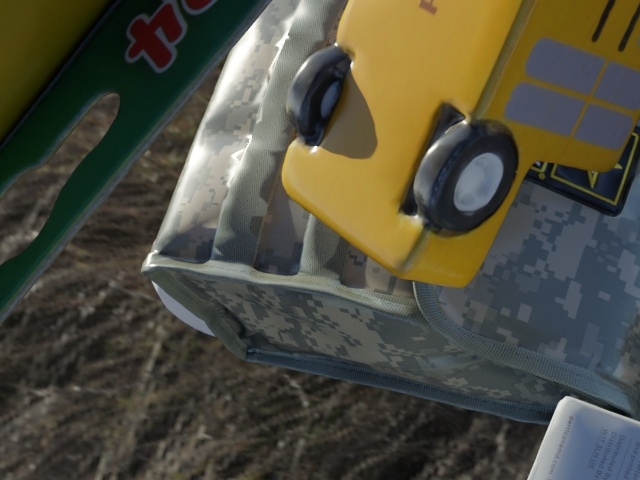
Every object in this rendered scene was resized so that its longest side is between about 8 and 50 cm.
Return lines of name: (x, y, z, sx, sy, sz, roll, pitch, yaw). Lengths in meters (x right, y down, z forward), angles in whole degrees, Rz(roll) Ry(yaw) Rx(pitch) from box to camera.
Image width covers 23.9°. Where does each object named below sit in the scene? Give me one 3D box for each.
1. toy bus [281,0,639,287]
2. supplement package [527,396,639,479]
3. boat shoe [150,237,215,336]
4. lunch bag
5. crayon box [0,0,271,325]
toy bus: (0.105, -0.144, 0.677, 0.108, 0.130, 0.333, 36, 110, 41)
supplement package: (0.164, 0.144, 0.580, 0.179, 0.105, 0.105, 19, 81, 21)
boat shoe: (0.000, 0.000, 1.107, 0.102, 0.301, 0.108, 51, 132, 41)
lunch bag: (0.080, -0.034, 0.851, 0.287, 0.169, 0.235, 9, 68, 28)
crayon box: (-0.165, -0.087, 0.477, 0.202, 0.081, 0.318, -51, 45, 4)
